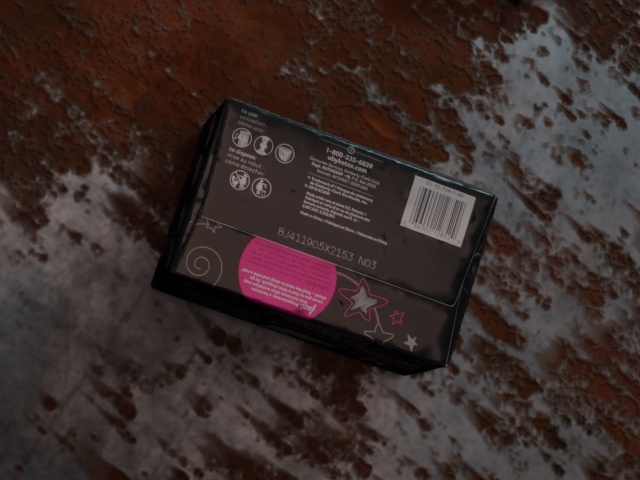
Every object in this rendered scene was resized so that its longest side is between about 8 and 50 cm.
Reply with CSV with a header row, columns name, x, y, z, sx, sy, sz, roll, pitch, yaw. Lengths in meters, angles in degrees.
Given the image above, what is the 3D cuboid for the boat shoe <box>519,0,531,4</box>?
name,x,y,z,sx,sy,sz,roll,pitch,yaw
boat shoe,0.181,-0.251,1.679,0.190,0.068,0.072,-10,98,-13

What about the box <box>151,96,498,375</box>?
name,x,y,z,sx,sy,sz,roll,pitch,yaw
box,0.000,0.000,1.571,0.247,0.142,0.163,20,79,-11
